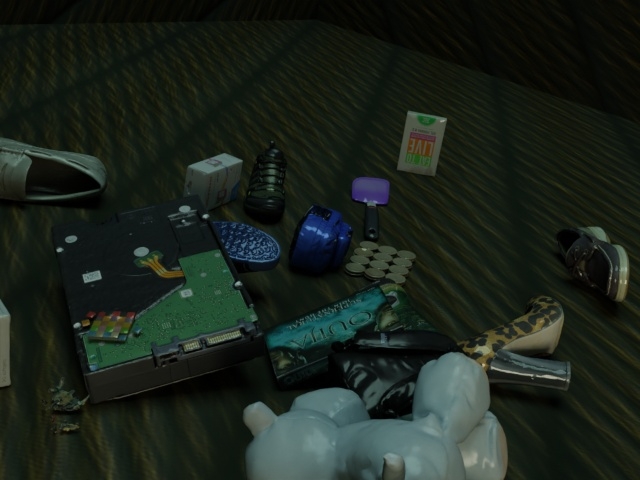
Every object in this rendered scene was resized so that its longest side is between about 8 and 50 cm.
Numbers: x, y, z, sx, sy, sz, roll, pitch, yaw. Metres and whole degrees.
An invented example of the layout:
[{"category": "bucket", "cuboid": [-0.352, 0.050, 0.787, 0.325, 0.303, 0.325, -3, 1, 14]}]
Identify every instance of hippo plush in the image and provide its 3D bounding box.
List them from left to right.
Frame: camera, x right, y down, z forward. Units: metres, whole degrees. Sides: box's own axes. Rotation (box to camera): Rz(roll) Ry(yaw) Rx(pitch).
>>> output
[{"category": "hippo plush", "cuboid": [0.047, 0.260, 0.876, 0.236, 0.235, 0.294, -8, 11, 28]}]

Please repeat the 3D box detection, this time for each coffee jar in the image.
[{"category": "coffee jar", "cuboid": [0.109, 0.130, 1.263, 0.096, 0.079, 0.184, -25, 31, -7]}]

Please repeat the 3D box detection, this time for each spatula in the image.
[{"category": "spatula", "cuboid": [0.105, -0.069, 1.787, 0.084, 0.030, 0.296, 8, 24, 0]}]

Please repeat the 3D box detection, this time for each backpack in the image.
[{"category": "backpack", "cuboid": [0.000, 0.000, 1.510, 0.101, 0.098, 0.120, 17, 24, 9]}, {"category": "backpack", "cuboid": [0.110, 0.190, 1.089, 0.181, 0.115, 0.152, -8, 48, -22]}]

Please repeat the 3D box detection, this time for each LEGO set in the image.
[{"category": "LEGO set", "cuboid": [-0.311, 0.204, 1.037, 0.054, 0.024, 0.083, 6, 37, -2]}]

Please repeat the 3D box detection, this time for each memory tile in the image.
[{"category": "memory tile", "cuboid": [0.110, 0.042, 1.562, 0.113, 0.012, 0.148, 14, 25, 12]}]

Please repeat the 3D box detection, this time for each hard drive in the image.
[{"category": "hard drive", "cuboid": [-0.238, 0.067, 1.206, 0.236, 0.064, 0.339, -15, 38, -16]}]

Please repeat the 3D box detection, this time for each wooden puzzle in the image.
[{"category": "wooden puzzle", "cuboid": [-0.268, 0.109, 1.094, 0.083, 0.006, 0.049, 3, 37, 6]}]

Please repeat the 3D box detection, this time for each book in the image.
[{"category": "book", "cuboid": [0.246, -0.234, 2.071, 0.096, 0.144, 0.035, 12, 24, 7]}]

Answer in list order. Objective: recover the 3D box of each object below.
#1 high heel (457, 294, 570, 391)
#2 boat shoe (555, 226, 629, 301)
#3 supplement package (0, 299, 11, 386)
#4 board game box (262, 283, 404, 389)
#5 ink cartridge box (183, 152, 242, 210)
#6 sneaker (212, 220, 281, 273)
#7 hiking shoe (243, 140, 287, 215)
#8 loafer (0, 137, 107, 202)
[{"category": "high heel", "cuboid": [0.275, 0.137, 1.313, 0.186, 0.093, 0.261, 7, 24, 6]}, {"category": "boat shoe", "cuboid": [0.508, 0.039, 1.610, 0.092, 0.103, 0.285, 4, 20, 2]}, {"category": "supplement package", "cuboid": [-0.481, 0.127, 1.038, 0.179, 0.105, 0.105, -9, 29, -35]}, {"category": "board game box", "cuboid": [0.017, 0.133, 1.204, 0.186, 0.026, 0.126, -22, 28, -3]}, {"category": "ink cartridge box", "cuboid": [-0.214, -0.114, 1.703, 0.052, 0.089, 0.122, 23, 28, 24]}, {"category": "sneaker", "cuboid": [-0.175, 0.022, 1.391, 0.232, 0.091, 0.081, 12, 47, 11]}, {"category": "hiking shoe", "cuboid": [-0.111, -0.128, 1.738, 0.086, 0.114, 0.227, 4, 24, -9]}, {"category": "loafer", "cuboid": [-0.558, -0.128, 1.584, 0.319, 0.112, 0.111, 1, 16, -18]}]
